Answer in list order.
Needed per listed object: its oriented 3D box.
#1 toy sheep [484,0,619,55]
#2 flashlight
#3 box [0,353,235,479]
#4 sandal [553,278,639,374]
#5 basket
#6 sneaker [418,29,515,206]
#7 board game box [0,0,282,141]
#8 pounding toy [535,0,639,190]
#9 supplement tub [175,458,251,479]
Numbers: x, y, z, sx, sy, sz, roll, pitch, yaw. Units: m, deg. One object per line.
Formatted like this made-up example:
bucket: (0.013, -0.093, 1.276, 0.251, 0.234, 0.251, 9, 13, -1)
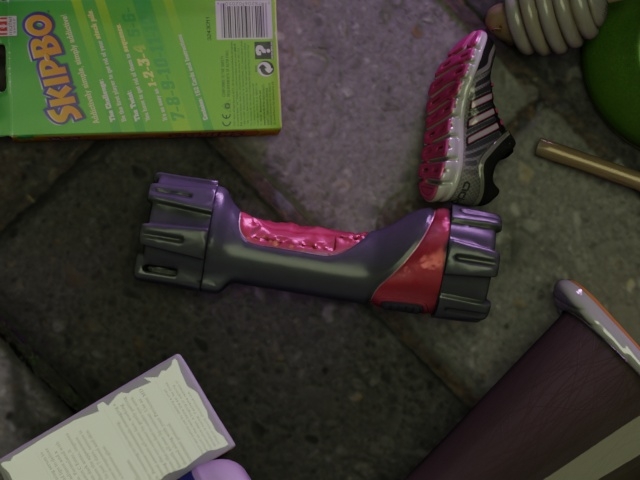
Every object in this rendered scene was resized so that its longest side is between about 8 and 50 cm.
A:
toy sheep: (0.210, -0.209, 1.549, 0.132, 0.091, 0.091, -14, 82, 22)
flashlight: (0.000, 0.000, 1.492, 0.304, 0.103, 0.103, 11, 118, -1)
box: (-0.167, 0.179, 1.425, 0.170, 0.130, 0.091, -31, 86, -9)
sandal: (0.312, 0.121, 1.502, 0.076, 0.102, 0.265, -38, 85, -8)
basket: (0.180, 0.200, 1.448, 0.227, 0.154, 0.204, -39, 48, -4)
sneaker: (0.138, -0.103, 1.539, 0.074, 0.063, 0.170, 21, 67, -23)
board game box: (-0.167, -0.152, 1.525, 0.259, 0.039, 0.124, -1, 81, -9)
pounding toy: (0.322, -0.149, 1.540, 0.183, 0.110, 0.237, 27, 79, -1)
supplement tub: (-0.145, 0.342, 1.311, 0.325, 0.235, 0.235, -32, 86, -6)
